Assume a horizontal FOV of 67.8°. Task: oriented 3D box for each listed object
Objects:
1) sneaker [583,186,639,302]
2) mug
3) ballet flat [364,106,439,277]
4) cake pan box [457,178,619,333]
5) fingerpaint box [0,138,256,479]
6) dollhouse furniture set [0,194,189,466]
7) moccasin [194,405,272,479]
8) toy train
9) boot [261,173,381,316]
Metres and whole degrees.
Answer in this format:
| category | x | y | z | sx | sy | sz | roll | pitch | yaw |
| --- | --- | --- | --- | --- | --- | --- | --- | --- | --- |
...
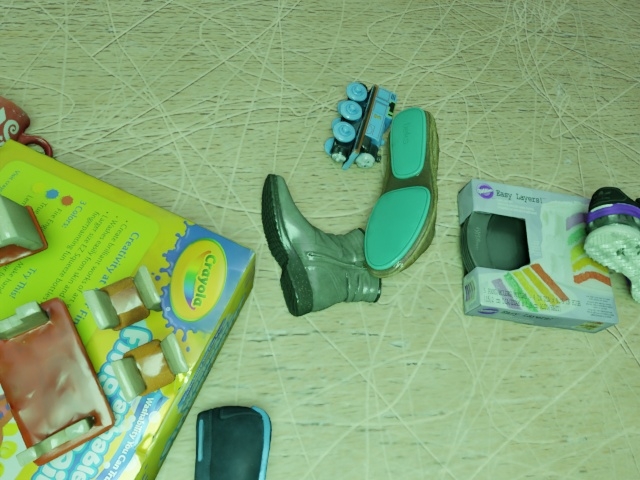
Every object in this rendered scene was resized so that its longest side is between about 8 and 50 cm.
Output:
| category | x | y | z | sx | sy | sz | roll | pitch | yaw |
| --- | --- | --- | --- | --- | --- | --- | --- | --- | --- |
| sneaker | 0.561 | 0.002 | 0.828 | 0.293 | 0.102 | 0.146 | 32 | 54 | -29 |
| mug | -0.511 | -0.128 | 0.722 | 0.150 | 0.113 | 0.170 | 9 | 68 | -5 |
| ballet flat | 0.157 | -0.071 | 0.824 | 0.116 | 0.124 | 0.343 | -8 | 55 | 30 |
| cake pan box | 0.374 | 0.024 | 0.849 | 0.266 | 0.070 | 0.246 | 9 | 63 | -7 |
| fingerpaint box | -0.342 | 0.150 | 0.600 | 0.370 | 0.163 | 0.445 | 24 | 64 | 1 |
| dollhouse furniture set | -0.302 | 0.093 | 0.492 | 0.261 | 0.135 | 0.259 | -24 | 84 | -19 |
| moccasin | -0.135 | 0.379 | 0.574 | 0.116 | 0.138 | 0.342 | 7 | 51 | -3 |
| toy train | 0.077 | -0.215 | 0.892 | 0.105 | 0.080 | 0.184 | 21 | 64 | -8 |
| boot | 0.000 | 0.000 | 0.791 | 0.161 | 0.083 | 0.247 | -11 | 74 | -23 |
